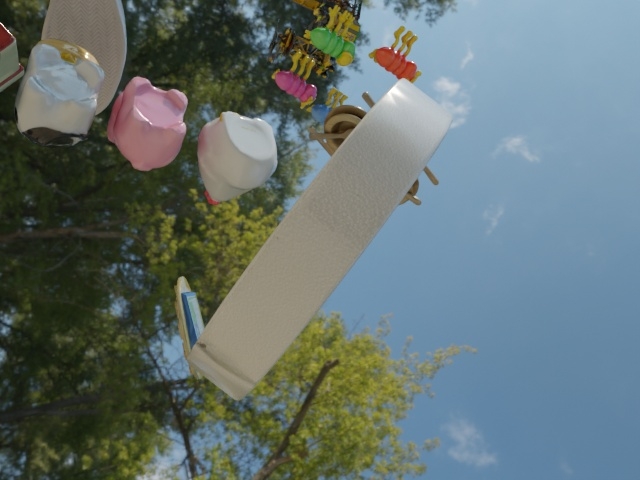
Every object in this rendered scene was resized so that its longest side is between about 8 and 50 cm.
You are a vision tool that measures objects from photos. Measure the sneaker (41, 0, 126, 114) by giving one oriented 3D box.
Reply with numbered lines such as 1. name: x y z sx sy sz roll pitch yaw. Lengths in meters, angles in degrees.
1. sneaker: -0.317 -0.330 0.761 0.169 0.108 0.293 -116 -145 -63

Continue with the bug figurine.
1. bug figurine: 0.036 -0.291 0.991 0.279 0.216 0.072 -31 -133 48

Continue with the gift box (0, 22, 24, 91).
1. gift box: -0.672 -0.307 0.867 0.255 0.276 0.258 55 -20 -17

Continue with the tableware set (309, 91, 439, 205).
1. tableware set: 0.075 -0.121 0.840 0.128 0.194 0.039 -24 -151 41

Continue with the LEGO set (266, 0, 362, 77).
1. LEGO set: -0.024 -0.555 1.213 0.255 0.192 0.332 4 -100 67

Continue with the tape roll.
1. tape roll: 0.000 0.000 0.613 0.072 0.392 0.392 37 -57 -1

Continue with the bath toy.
1. bath toy: -0.220 -0.131 0.622 0.129 0.348 0.152 -46 -142 42

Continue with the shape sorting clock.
1. shape sorting clock: -0.261 0.174 1.089 0.206 0.040 0.206 165 -90 -83
